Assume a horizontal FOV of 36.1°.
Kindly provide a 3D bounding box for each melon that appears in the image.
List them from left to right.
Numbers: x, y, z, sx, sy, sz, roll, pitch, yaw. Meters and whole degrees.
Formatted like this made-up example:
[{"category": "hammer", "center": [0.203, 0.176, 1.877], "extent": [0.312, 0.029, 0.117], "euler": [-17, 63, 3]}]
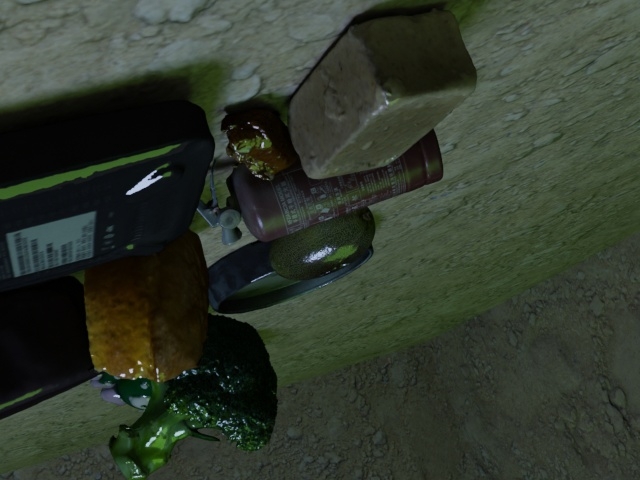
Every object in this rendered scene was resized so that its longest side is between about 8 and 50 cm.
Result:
[{"category": "melon", "center": [0.000, 0.000, 1.341], "extent": [0.162, 0.099, 0.099], "euler": [-28, 166, 25]}]

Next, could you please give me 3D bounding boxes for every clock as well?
[{"category": "clock", "center": [-0.050, 0.043, 1.538], "extent": [0.280, 0.055, 0.280], "euler": [-20, 168, -5]}]

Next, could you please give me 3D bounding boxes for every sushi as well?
[{"category": "sushi", "center": [-0.061, -0.093, 0.949], "extent": [0.060, 0.062, 0.118], "euler": [-19, 146, 16]}]

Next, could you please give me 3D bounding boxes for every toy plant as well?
[{"category": "toy plant", "center": [-0.323, 0.265, 1.911], "extent": [0.232, 0.113, 0.243], "euler": [-10, 151, -1]}]

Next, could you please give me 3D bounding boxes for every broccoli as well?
[{"category": "broccoli", "center": [-0.215, 0.240, 1.570], "extent": [0.297, 0.297, 0.297], "euler": [-40, 169, -5]}]

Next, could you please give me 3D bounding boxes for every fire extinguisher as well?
[{"category": "fire extinguisher", "center": [-0.011, -0.069, 1.050], "extent": [0.268, 0.105, 0.105], "euler": [-19, 168, -6]}]

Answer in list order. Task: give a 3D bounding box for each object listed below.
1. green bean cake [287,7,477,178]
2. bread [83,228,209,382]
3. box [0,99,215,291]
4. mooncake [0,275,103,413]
[{"category": "green bean cake", "center": [0.051, -0.130, 0.895], "extent": [0.109, 0.085, 0.179], "euler": [-16, 168, -28]}, {"category": "bread", "center": [-0.196, 0.043, 1.109], "extent": [0.129, 0.134, 0.260], "euler": [-6, -156, -1]}, {"category": "box", "center": [-0.244, -0.025, 0.885], "extent": [0.288, 0.073, 0.290], "euler": [-15, 166, -19]}, {"category": "mooncake", "center": [-0.383, 0.139, 1.154], "extent": [0.283, 0.141, 0.283], "euler": [-24, 179, -1]}]
